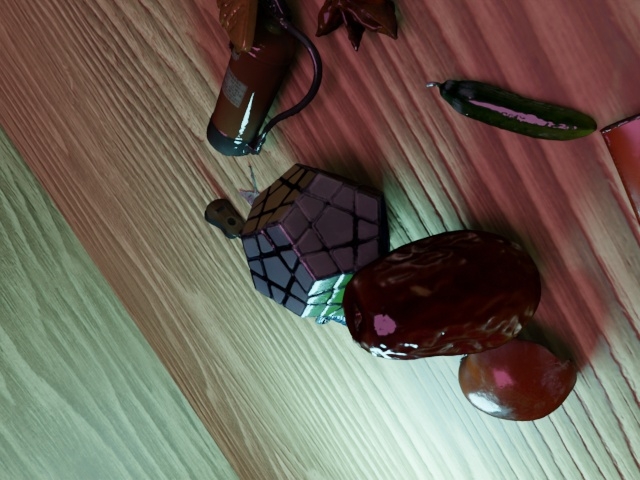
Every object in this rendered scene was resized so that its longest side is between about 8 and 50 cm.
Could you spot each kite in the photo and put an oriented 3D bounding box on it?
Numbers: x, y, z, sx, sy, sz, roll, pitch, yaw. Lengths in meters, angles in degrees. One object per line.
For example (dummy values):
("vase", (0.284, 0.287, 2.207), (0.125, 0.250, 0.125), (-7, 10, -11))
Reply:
("kite", (-0.169, -0.123, 1.113), (0.139, 0.011, 0.156), (9, 122, 35))

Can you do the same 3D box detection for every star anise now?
("star anise", (0.033, -0.408, 0.674), (0.212, 0.111, 0.196), (38, 166, -28))

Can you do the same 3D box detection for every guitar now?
("guitar", (-0.212, -0.008, 1.187), (0.271, 0.084, 0.038), (44, 141, 1))

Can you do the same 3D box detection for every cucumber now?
("cucumber", (0.276, -0.197, 0.637), (0.250, 0.056, 0.056), (28, 132, 23))

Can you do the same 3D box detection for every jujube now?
("jujube", (0.200, 0.094, 0.704), (0.223, 0.319, 0.222), (171, 90, -71))

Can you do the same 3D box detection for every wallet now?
("wallet", (0.474, -0.082, 0.540), (0.142, 0.045, 0.204), (-20, 103, 44))

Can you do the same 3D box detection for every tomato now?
("tomato", (0.359, 0.277, 0.787), (0.200, 0.112, 0.227), (13, 144, 19))

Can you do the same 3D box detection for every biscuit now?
("biscuit", (-0.147, -0.445, 0.757), (0.162, 0.035, 0.249), (-30, 65, 52))

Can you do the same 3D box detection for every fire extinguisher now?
("fire extinguisher", (-0.110, -0.320, 0.871), (0.200, 0.113, 0.376), (28, 138, -8))

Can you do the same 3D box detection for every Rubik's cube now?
("Rubik's cube", (0.000, 0.000, 0.852), (0.265, 0.319, 0.318), (-4, 116, 14))

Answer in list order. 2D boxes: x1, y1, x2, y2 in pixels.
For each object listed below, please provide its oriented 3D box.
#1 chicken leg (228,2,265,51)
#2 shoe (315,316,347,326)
("chicken leg", (-0.153, -0.460, 0.854), (0.093, 0.053, 0.205), (53, 135, 25))
("shoe", (0.024, 0.175, 1.065), (0.207, 0.106, 0.091), (28, 134, 18))
